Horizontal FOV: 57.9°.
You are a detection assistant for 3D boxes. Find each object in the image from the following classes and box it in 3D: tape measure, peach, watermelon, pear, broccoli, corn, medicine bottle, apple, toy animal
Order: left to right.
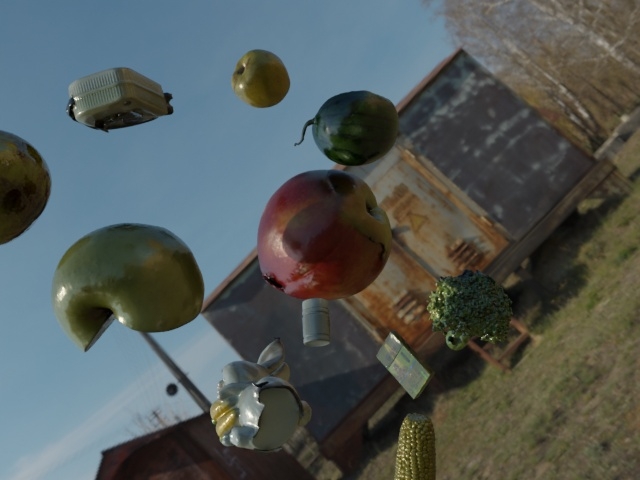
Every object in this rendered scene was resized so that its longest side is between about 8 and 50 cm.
[{"bbox_3d":[-0.777,-0.120,1.362,0.283,0.283,0.283,-44,-11,-11],"label":"pear"},{"bbox_3d":[-0.588,-0.390,1.682,0.231,0.133,0.271,-15,0,12],"label":"tape measure"},{"bbox_3d":[-0.402,0.078,1.200,0.295,0.234,0.258,-11,24,20],"label":"apple"},{"bbox_3d":[-0.157,0.389,1.458,0.247,0.183,0.310,-17,12,-19],"label":"toy animal"},{"bbox_3d":[-0.208,-0.576,2.086,0.209,0.209,0.209,-44,-11,-11],"label":"pear"},{"bbox_3d":[-0.009,0.173,1.224,0.058,0.091,0.058,-3,-24,-1],"label":"medicine bottle"},{"bbox_3d":[0.000,0.000,1.504,0.370,0.370,0.370,-44,-11,-11],"label":"peach"},{"bbox_3d":[0.085,-0.248,1.376,0.232,0.127,0.204,3,-35,-29],"label":"watermelon"},{"bbox_3d":[0.200,0.503,1.233,0.091,0.260,0.091,2,2,-37],"label":"corn"},{"bbox_3d":[0.417,0.233,1.659,0.180,0.242,0.273,-51,-20,-66],"label":"broccoli"}]

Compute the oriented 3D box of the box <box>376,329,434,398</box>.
[{"bbox_3d":[0.273,0.401,1.879,0.030,0.193,0.121,-9,-45,-43],"label":"box"}]
